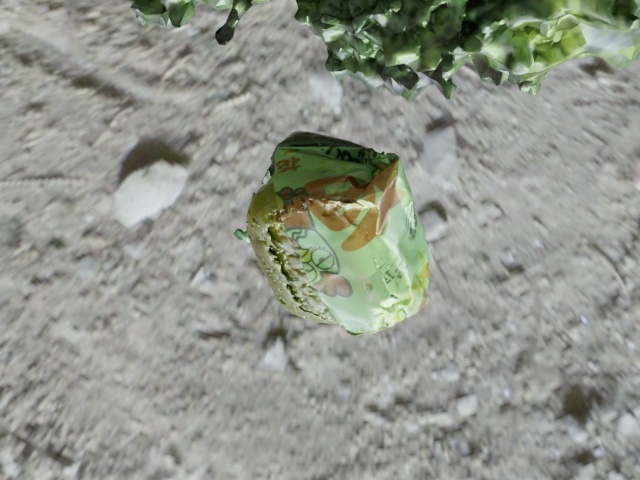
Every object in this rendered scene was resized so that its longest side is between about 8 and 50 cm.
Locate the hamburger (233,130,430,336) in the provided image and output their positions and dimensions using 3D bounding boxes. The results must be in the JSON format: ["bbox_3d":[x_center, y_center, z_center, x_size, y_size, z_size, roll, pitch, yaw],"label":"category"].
[{"bbox_3d":[-0.002,-0.001,1.780,0.235,0.125,0.214,7,123,23],"label":"hamburger"}]

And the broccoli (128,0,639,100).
[{"bbox_3d":[0.128,-0.194,0.887,0.353,0.397,0.275,22,100,22],"label":"broccoli"}]
